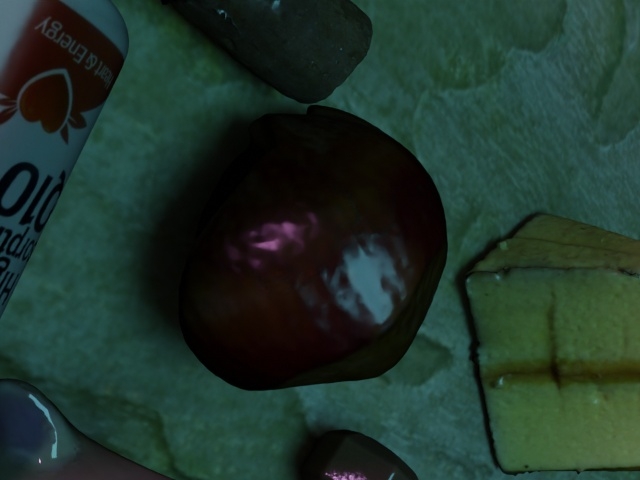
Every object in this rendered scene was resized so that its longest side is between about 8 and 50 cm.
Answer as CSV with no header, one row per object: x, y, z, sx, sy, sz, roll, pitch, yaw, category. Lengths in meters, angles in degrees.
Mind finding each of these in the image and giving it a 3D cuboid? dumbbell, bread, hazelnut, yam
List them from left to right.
-0.029,-0.143,0.660,0.127,0.084,0.084,35,78,-40,yam
-0.015,0.249,0.788,0.231,0.082,0.092,-54,133,-17,dumbbell
0.001,0.008,0.697,0.202,0.160,0.170,-60,164,-66,hazelnut
0.242,0.113,0.922,0.135,0.178,0.240,-34,125,-33,bread

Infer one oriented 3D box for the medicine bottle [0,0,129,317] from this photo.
-0.212,-0.004,0.476,0.157,0.157,0.289,30,82,-44,medicine bottle

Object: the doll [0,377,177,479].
-0.188,0.275,0.554,0.215,0.226,0.370,32,68,-13,doll
